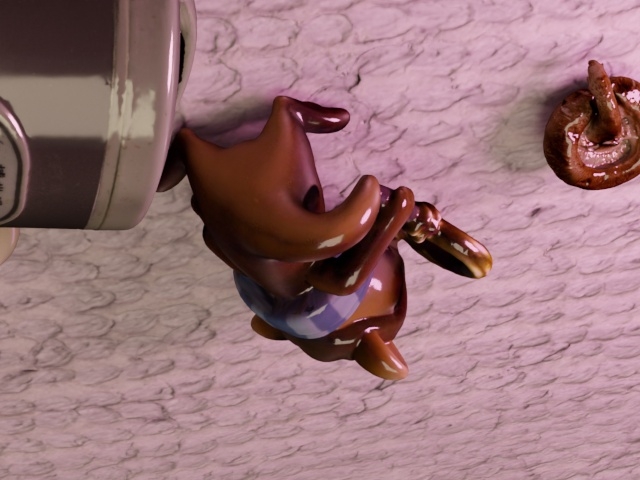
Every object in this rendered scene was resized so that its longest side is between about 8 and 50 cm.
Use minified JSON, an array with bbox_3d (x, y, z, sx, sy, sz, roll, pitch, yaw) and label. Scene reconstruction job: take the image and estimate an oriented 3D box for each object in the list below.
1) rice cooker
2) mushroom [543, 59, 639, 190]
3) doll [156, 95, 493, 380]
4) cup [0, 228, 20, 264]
[{"bbox_3d":[-0.232,-0.139,0.789,0.277,0.288,0.288,3,135,-21],"label":"rice cooker"},{"bbox_3d":[0.311,-0.131,1.208,0.135,0.080,0.170,-25,138,-6],"label":"mushroom"},{"bbox_3d":[0.001,-0.004,1.194,0.318,0.209,0.339,3,145,31],"label":"doll"},{"bbox_3d":[-0.436,0.030,1.099,0.255,0.173,0.202,-14,140,0],"label":"cup"}]
